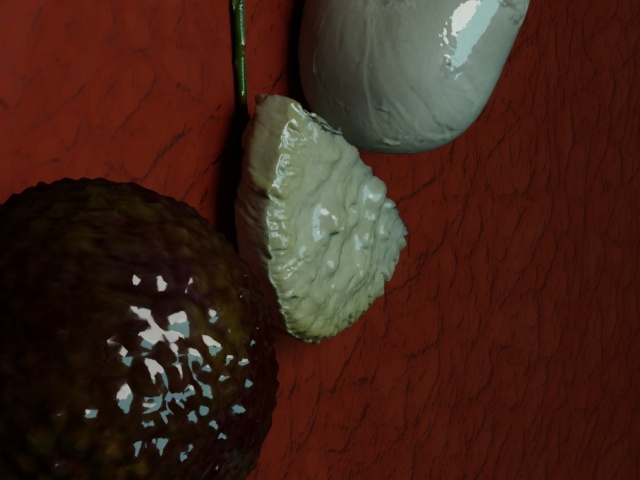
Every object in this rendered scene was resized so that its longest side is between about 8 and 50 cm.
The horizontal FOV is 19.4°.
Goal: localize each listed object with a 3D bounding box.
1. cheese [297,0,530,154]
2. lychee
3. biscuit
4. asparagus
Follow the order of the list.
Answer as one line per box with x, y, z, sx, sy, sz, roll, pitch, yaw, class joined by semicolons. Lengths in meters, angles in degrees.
0.071;-0.168;1.618;0.154;0.198;0.189;-10;113;-59;cheese
-0.142;0.083;1.225;0.260;0.260;0.260;-18;111;-59;lychee
0.000;0.000;1.617;0.281;0.084;0.179;40;63;-62;biscuit
-0.066;-0.140;1.553;0.016;0.013;0.166;-131;-142;-71;asparagus
